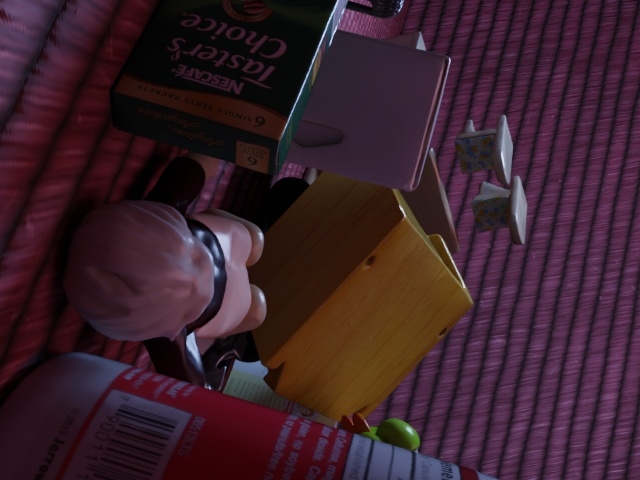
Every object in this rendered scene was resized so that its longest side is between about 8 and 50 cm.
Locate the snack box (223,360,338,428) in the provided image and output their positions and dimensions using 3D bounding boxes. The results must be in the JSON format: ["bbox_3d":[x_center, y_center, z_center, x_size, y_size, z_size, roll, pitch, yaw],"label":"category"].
[{"bbox_3d":[-0.072,0.248,1.319,0.322,0.187,0.060,-68,173,-49],"label":"snack box"}]

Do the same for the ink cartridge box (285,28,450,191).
[{"bbox_3d":[0.010,-0.132,0.888,0.273,0.196,0.114,-55,159,-79],"label":"ink cartridge box"}]

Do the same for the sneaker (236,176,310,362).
[{"bbox_3d":[-0.061,0.055,1.394,0.145,0.090,0.270,83,21,-73],"label":"sneaker"}]

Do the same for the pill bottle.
[{"bbox_3d":[-0.008,0.230,0.597,0.229,0.407,0.229,17,90,-86],"label":"pill bottle"}]

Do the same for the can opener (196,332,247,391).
[{"bbox_3d":[-0.145,0.156,0.956,0.093,0.074,0.280,59,33,-34],"label":"can opener"}]

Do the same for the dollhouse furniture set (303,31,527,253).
[{"bbox_3d":[0.133,-0.111,1.659,0.256,0.362,0.394,-70,147,-51],"label":"dollhouse furniture set"}]

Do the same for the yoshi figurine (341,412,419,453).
[{"bbox_3d":[0.081,0.359,1.217,0.362,0.202,0.204,95,18,-56],"label":"yoshi figurine"}]

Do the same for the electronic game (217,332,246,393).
[{"bbox_3d":[-0.114,0.105,1.187,0.229,0.048,0.229,16,90,-86],"label":"electronic game"}]

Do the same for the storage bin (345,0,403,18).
[{"bbox_3d":[0.059,-0.366,1.149,0.084,0.122,0.180,99,8,-62],"label":"storage bin"}]

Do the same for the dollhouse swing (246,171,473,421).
[{"bbox_3d":[0.000,0.000,1.252,0.315,0.305,0.347,-46,152,1],"label":"dollhouse swing"}]

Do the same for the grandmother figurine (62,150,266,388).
[{"bbox_3d":[-0.106,0.030,0.741,0.342,0.104,0.208,42,37,-82],"label":"grandmother figurine"}]

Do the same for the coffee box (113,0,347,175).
[{"bbox_3d":[-0.052,-0.135,0.651,0.040,0.113,0.184,102,7,-56],"label":"coffee box"}]
